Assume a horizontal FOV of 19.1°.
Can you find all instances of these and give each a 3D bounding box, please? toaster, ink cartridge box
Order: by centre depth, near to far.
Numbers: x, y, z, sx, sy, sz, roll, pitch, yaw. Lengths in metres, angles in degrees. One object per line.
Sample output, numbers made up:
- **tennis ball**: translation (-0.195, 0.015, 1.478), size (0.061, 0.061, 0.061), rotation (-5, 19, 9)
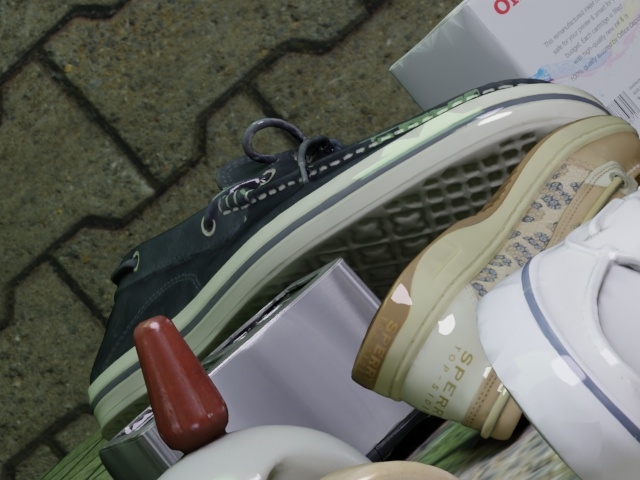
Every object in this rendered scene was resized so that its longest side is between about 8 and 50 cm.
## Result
- **toaster**: translation (-0.027, 0.109, 1.100), size (0.168, 0.110, 0.186), rotation (-42, 4, -18)
- **ink cartridge box**: translation (0.163, -0.105, 1.277), size (0.128, 0.176, 0.127), rotation (-41, 3, -28)

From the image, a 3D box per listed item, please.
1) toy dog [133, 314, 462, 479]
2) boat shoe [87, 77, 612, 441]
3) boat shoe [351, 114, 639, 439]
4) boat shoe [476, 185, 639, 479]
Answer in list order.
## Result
- **toy dog**: translation (-0.087, 0.155, 0.648), size (0.334, 0.161, 0.220), rotation (-42, 3, -39)
- **boat shoe**: translation (0.000, 0.000, 1.293), size (0.500, 0.187, 0.156), rotation (-34, 50, 46)
- **boat shoe**: translation (0.119, 0.021, 1.011), size (0.285, 0.089, 0.104), rotation (-39, -24, -48)
- **boat shoe**: translation (0.124, 0.019, 0.708), size (0.084, 0.095, 0.258), rotation (-43, 3, 18)
